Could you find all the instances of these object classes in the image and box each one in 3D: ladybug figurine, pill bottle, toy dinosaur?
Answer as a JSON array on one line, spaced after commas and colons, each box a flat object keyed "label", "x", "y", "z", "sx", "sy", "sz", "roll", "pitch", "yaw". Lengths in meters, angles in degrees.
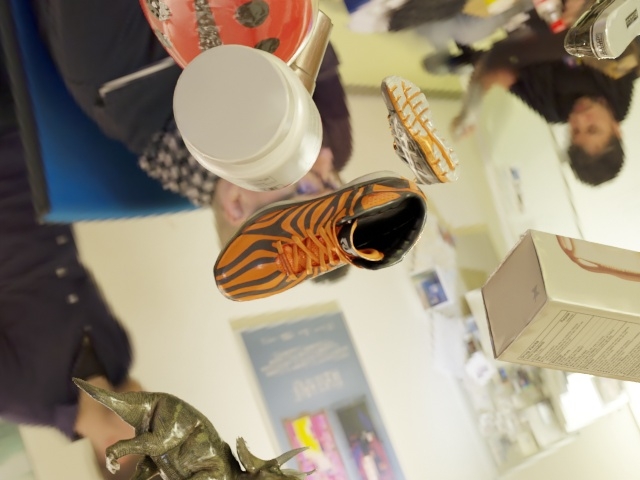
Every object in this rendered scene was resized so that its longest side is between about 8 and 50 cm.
[{"label": "ladybug figurine", "x": -0.161, "y": -0.392, "z": 1.759, "sx": 0.305, "sy": 0.162, "sz": 0.449, "roll": 5, "pitch": 149, "yaw": 13}, {"label": "pill bottle", "x": -0.088, "y": -0.151, "z": 1.382, "sx": 0.160, "sy": 0.160, "sz": 0.283, "roll": -22, "pitch": 176, "yaw": 4}, {"label": "toy dinosaur", "x": -0.178, "y": 0.267, "z": 1.386, "sx": 0.160, "sy": 0.313, "sz": 0.121, "roll": -53, "pitch": 176, "yaw": -45}]

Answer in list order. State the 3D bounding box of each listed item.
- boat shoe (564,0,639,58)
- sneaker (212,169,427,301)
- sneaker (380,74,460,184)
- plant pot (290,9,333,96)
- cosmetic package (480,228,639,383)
[{"label": "boat shoe", "x": 0.398, "y": -0.304, "z": 1.494, "sx": 0.070, "sy": 0.078, "sz": 0.219, "roll": 2, "pitch": -154, "yaw": 39}, {"label": "sneaker", "x": 0.000, "y": 0.000, "z": 1.520, "sx": 0.321, "sy": 0.125, "sz": 0.180, "roll": -28, "pitch": -166, "yaw": -1}, {"label": "sneaker", "x": 0.156, "y": -0.184, "z": 1.911, "sx": 0.083, "sy": 0.215, "sz": 0.084, "roll": -19, "pitch": -166, "yaw": 43}, {"label": "plant pot", "x": -0.064, "y": -0.361, "z": 2.093, "sx": 0.167, "sy": 0.165, "sz": 0.167, "roll": 22, "pitch": 172, "yaw": 3}, {"label": "cosmetic package", "x": 0.393, "y": 0.099, "z": 1.541, "sx": 0.296, "sy": 0.129, "sz": 0.153, "roll": 11, "pitch": 138, "yaw": -21}]
